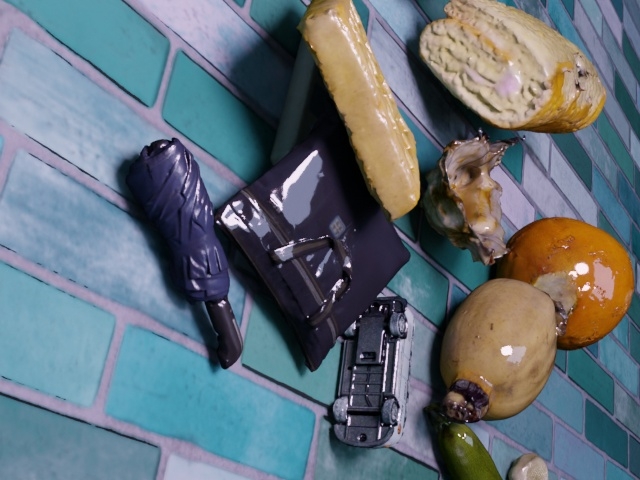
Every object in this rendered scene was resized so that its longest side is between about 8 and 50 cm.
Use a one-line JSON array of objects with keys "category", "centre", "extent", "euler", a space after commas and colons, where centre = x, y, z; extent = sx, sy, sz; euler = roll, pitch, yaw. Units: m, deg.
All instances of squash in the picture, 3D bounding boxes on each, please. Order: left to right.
[{"category": "squash", "centre": [0.243, 0.370, 1.307], "extent": [0.071, 0.080, 0.318], "euler": [-39, 121, -9]}]

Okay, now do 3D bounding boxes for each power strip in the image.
[{"category": "power strip", "centre": [0.005, -0.170, 1.089], "extent": [0.118, 0.046, 0.271], "euler": [41, 52, -44]}]

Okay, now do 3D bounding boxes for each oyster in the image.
[{"category": "oyster", "centre": [0.242, -0.097, 1.341], "extent": [0.337, 0.133, 0.198], "euler": [-51, 135, -55]}]

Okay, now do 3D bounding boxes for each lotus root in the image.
[{"category": "lotus root", "centre": [0.259, 0.180, 1.284], "extent": [0.310, 0.182, 0.183], "euler": [-46, 121, -46]}]

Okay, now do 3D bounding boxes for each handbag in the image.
[{"category": "handbag", "centre": [0.000, 0.000, 0.988], "extent": [0.211, 0.088, 0.254], "euler": [-50, 128, -26]}]

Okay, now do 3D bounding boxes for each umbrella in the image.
[{"category": "umbrella", "centre": [-0.123, 0.015, 0.854], "extent": [0.071, 0.070, 0.248], "euler": [-50, 127, -48]}]

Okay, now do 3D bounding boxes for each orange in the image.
[{"category": "orange", "centre": [0.421, 0.074, 1.485], "extent": [0.240, 0.240, 0.240], "euler": [16, 70, -54]}]

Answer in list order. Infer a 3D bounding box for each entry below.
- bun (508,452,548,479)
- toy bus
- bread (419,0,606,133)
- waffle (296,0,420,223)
[{"category": "bun", "centre": [0.356, 0.412, 1.480], "extent": [0.086, 0.054, 0.086], "euler": [6, 81, -41]}, {"category": "toy bus", "centre": [0.073, 0.172, 1.086], "extent": [0.089, 0.087, 0.194], "euler": [45, 47, -55]}, {"category": "bread", "centre": [0.335, -0.277, 1.408], "extent": [0.236, 0.165, 0.375], "euler": [44, 23, 21]}, {"category": "waffle", "centre": [0.051, -0.169, 0.993], "extent": [0.221, 0.055, 0.248], "euler": [-83, 150, -66]}]
